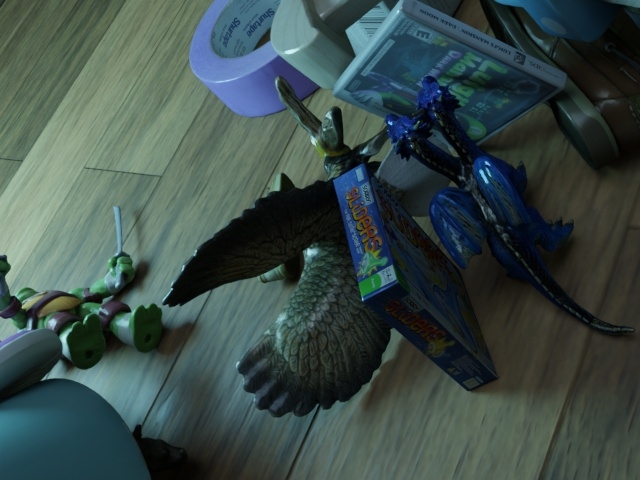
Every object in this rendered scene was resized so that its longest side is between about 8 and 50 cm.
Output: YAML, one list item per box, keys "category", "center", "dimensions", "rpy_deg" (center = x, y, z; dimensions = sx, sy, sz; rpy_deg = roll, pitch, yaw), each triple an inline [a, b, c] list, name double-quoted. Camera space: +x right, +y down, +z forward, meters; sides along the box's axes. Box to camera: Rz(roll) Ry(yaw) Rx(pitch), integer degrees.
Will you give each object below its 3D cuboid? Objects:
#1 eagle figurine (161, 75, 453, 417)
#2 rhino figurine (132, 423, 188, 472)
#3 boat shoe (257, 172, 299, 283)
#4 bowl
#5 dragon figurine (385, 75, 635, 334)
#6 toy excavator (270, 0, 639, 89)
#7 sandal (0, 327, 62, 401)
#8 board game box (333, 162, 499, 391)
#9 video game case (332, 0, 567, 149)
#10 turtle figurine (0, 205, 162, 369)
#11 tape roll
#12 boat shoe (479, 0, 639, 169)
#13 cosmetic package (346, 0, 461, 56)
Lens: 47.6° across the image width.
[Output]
- category: "eagle figurine"
  center: [-0.006, 0.006, 0.756]
  dimensions: [0.225, 0.226, 0.298]
  rpy_deg: [117, 174, -46]
- category: "rhino figurine"
  center: [-0.247, 0.251, 0.841]
  dimensions: [0.243, 0.106, 0.073]
  rpy_deg: [-12, 55, 33]
- category: "boat shoe"
  center: [-0.056, -0.018, 0.922]
  dimensions: [0.048, 0.056, 0.152]
  rpy_deg: [-17, 59, 24]
- category: "bowl"
  center: [-0.329, 0.307, 0.738]
  dimensions: [0.312, 0.163, 0.311]
  rpy_deg: [-1, 89, 35]
- category: "dragon figurine"
  center: [0.158, -0.024, 0.668]
  dimensions: [0.085, 0.144, 0.289]
  rpy_deg: [-41, 56, 29]
- category: "toy excavator"
  center: [0.176, -0.308, 0.694]
  dimensions: [0.432, 0.222, 0.445]
  rpy_deg: [-56, 36, 5]
- category: "sandal"
  center: [-0.445, 0.187, 0.909]
  dimensions: [0.169, 0.102, 0.416]
  rpy_deg: [-38, -2, -41]
- category: "board game box"
  center: [0.088, 0.038, 0.656]
  dimensions: [0.035, 0.201, 0.136]
  rpy_deg: [-29, 47, 19]
- category: "video game case"
  center: [0.120, -0.157, 0.736]
  dimensions: [0.190, 0.173, 0.022]
  rpy_deg: [144, 145, -68]
- category: "turtle figurine"
  center: [-0.348, 0.054, 1.001]
  dimensions: [0.266, 0.198, 0.274]
  rpy_deg: [18, 76, 39]
- category: "tape roll"
  center: [-0.072, -0.329, 1.131]
  dimensions: [0.275, 0.090, 0.274]
  rpy_deg: [-21, 49, 26]
- category: "boat shoe"
  center: [0.264, -0.208, 0.773]
  dimensions: [0.105, 0.111, 0.307]
  rpy_deg: [-31, 55, 13]
- category: "cosmetic package"
  center: [0.093, -0.361, 0.976]
  dimensions: [0.151, 0.151, 0.183]
  rpy_deg: [18, 72, 45]
